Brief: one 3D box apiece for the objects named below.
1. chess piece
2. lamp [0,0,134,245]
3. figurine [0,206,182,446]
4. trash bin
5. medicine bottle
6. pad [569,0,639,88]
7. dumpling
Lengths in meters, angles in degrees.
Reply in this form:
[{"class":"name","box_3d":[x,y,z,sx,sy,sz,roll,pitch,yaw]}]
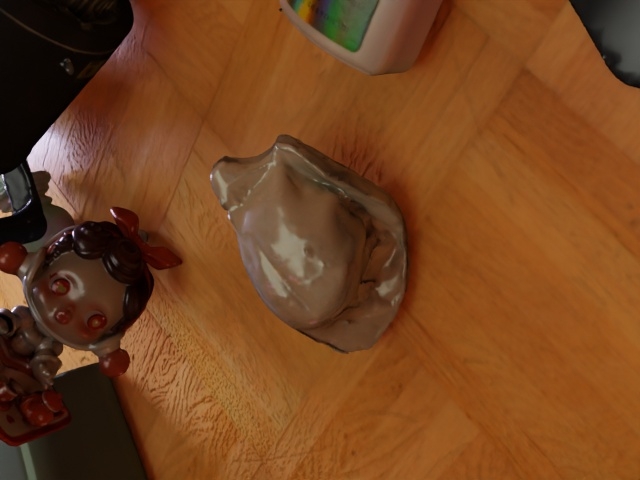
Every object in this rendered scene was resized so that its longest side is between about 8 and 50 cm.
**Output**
[{"class":"chess piece","box_3d":[-0.367,-0.074,1.035,0.139,0.139,0.271,-29,92,45]},{"class":"lamp","box_3d":[-0.311,-0.197,0.842,0.272,0.205,0.374,-21,92,25]},{"class":"figurine","box_3d":[-0.255,0.065,0.911,0.226,0.160,0.183,-37,84,4]},{"class":"trash bin","box_3d":[-0.310,0.342,1.063,0.223,0.158,0.343,-23,85,45]},{"class":"medicine bottle","box_3d":[0.051,-0.232,0.598,0.115,0.078,0.219,45,129,29]},{"class":"pad","box_3d":[0.236,-0.219,0.474,0.267,0.004,0.181,-35,77,44]},{"class":"dumpling","box_3d":[0.000,0.000,0.698,0.136,0.118,0.199,-31,107,30]}]
